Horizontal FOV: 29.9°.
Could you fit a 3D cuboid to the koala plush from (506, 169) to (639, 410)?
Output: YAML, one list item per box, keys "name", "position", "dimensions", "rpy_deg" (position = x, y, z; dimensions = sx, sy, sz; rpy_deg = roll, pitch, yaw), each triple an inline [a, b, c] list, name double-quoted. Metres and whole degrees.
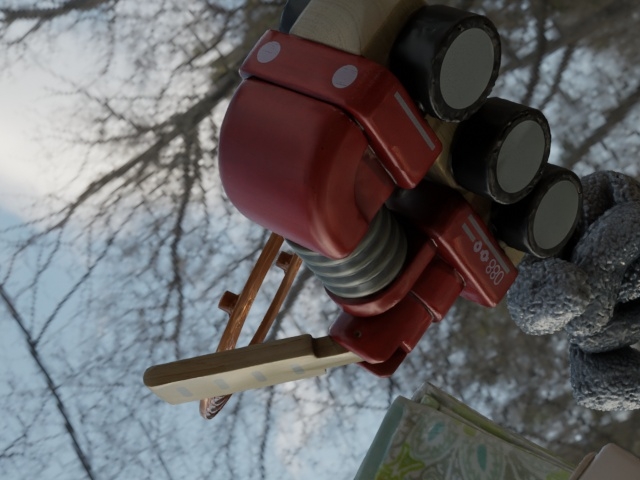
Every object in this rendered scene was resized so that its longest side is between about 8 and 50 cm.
- name: "koala plush"
  position: [0.315, 0.030, 1.046]
  dimensions: [0.196, 0.221, 0.203]
  rpy_deg: [47, -123, -35]

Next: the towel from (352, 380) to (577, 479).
- name: "towel"
  position: [0.160, 0.397, 1.432]
  dimensions: [0.321, 0.374, 0.090]
  rpy_deg: [26, 177, 26]

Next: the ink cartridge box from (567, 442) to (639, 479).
- name: "ink cartridge box"
  position: [0.219, 0.279, 0.662]
  dimensions: [0.278, 0.201, 0.117]
  rpy_deg: [32, 164, 30]

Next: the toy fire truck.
- name: "toy fire truck"
  position: [0.000, 0.000, 0.688]
  dimensions: [0.246, 0.158, 0.217]
  rpy_deg: [-55, -42, -12]

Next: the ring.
- name: "ring"
  position: [-0.065, 0.047, 1.366]
  dimensions: [0.032, 0.336, 0.336]
  rpy_deg: [26, -144, 5]
